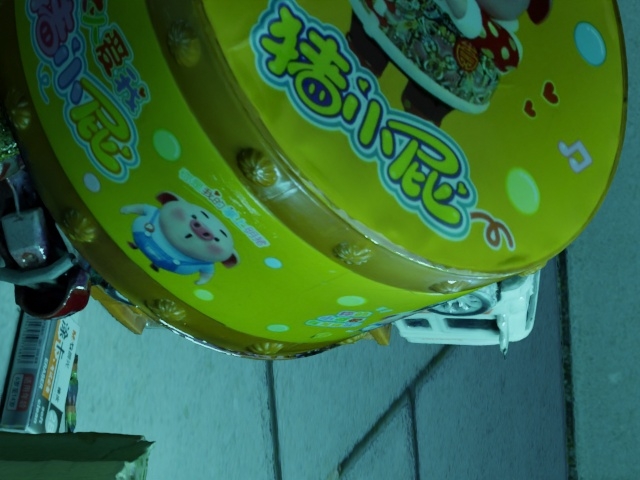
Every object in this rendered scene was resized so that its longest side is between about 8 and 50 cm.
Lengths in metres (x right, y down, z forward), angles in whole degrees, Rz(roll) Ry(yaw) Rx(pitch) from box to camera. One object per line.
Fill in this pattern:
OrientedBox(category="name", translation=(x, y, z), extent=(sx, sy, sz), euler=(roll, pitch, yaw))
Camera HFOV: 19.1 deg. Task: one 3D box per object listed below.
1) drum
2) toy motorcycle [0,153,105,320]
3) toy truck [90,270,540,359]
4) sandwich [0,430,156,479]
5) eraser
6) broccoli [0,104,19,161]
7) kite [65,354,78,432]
OrientedBox(category="drum", translation=(-0.003, -0.141, 1.300), extent=(0.431, 0.214, 0.431), euler=(18, 62, -38))
OrientedBox(category="toy motorcycle", translation=(-0.223, -0.024, 1.418), extent=(0.213, 0.082, 0.122), euler=(56, 29, -37))
OrientedBox(category="toy truck", translation=(0.000, 0.000, 1.606), extent=(0.207, 0.388, 0.173), euler=(63, 32, -62))
OrientedBox(category="sandwich", translation=(-0.190, 0.261, 1.314), extent=(0.155, 0.198, 0.227), euler=(-45, 131, -65))
OrientedBox(category="eraser", translation=(-0.219, 0.100, 1.494), extent=(0.052, 0.029, 0.122), euler=(57, 38, -59))
OrientedBox(category="broccoli", translation=(-0.254, -0.109, 1.284), extent=(0.120, 0.131, 0.130), euler=(174, -98, -71))
OrientedBox(category="kite", translation=(-0.206, 0.216, 1.567), extent=(0.198, 0.006, 0.244), euler=(30, 62, -68))
